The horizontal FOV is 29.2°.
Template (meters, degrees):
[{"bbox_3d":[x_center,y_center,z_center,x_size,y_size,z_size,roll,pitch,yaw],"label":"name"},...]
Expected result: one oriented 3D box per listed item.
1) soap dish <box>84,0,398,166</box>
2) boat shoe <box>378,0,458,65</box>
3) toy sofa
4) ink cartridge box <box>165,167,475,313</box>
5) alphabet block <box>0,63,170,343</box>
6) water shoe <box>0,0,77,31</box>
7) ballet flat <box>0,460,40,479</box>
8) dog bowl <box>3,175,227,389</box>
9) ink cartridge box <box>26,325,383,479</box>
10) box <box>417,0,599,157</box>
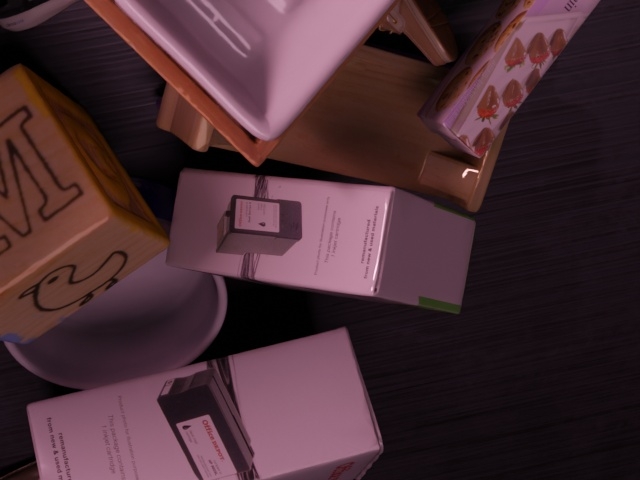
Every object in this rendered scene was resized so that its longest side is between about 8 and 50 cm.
[{"bbox_3d":[-0.054,-0.250,1.123,0.229,0.118,0.291,44,78,-22],"label":"soap dish"},{"bbox_3d":[0.077,-0.246,1.275,0.059,0.063,0.170,-35,93,29],"label":"boat shoe"},{"bbox_3d":[0.013,-0.152,1.339,0.363,0.177,0.150,11,103,-25],"label":"toy sofa"},{"bbox_3d":[0.000,0.000,1.337,0.273,0.114,0.198,7,176,33],"label":"ink cartridge box"},{"bbox_3d":[-0.303,-0.030,1.245,0.197,0.193,0.192,-35,168,4],"label":"alphabet block"},{"bbox_3d":[-0.245,-0.276,1.176,0.203,0.073,0.080,-32,130,12],"label":"water shoe"},{"bbox_3d":[-0.403,0.340,1.696,0.250,0.084,0.058,-22,145,11],"label":"ballet flat"},{"bbox_3d":[-0.248,0.053,1.458,0.265,0.104,0.265,-9,134,-9],"label":"dog bowl"},{"bbox_3d":[-0.145,0.259,1.550,0.395,0.166,0.285,-13,164,-10],"label":"ink cartridge box"},{"bbox_3d":[0.227,-0.233,1.270,0.063,0.067,0.324,38,89,-28],"label":"box"}]
